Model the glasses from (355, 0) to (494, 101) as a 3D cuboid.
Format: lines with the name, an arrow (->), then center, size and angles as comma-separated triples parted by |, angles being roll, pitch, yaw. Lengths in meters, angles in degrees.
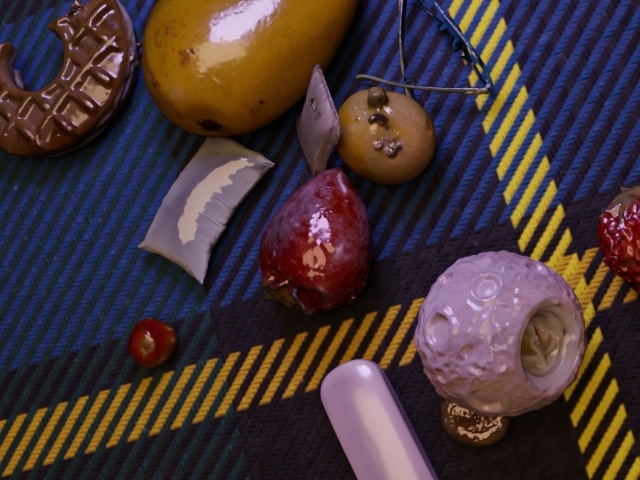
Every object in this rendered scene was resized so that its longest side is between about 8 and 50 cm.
glasses -> 0.173, -0.304, 1.899 | 0.207, 0.102, 0.239 | -43, 74, 35

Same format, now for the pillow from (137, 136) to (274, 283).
pillow -> -0.198, -0.060, 1.951 | 0.144, 0.078, 0.254 | 33, 91, 17

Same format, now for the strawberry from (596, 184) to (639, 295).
strawberry -> 0.539, 0.028, 1.703 | 0.205, 0.205, 0.244 | -21, 98, 11

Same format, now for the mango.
mango -> -0.110, -0.373, 1.898 | 0.300, 0.232, 0.445 | 35, 82, 22

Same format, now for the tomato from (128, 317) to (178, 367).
tomato -> -0.292, 0.176, 1.948 | 0.087, 0.075, 0.087 | -1, 86, 14

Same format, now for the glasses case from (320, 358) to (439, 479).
glasses case -> 0.101, 0.333, 1.822 | 0.113, 0.075, 0.296 | -29, 76, 11

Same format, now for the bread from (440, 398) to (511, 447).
bread -> 0.243, 0.286, 1.799 | 0.113, 0.060, 0.082 | 26, 89, 18

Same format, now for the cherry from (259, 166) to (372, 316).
cherry -> 0.000, 0.000, 1.839 | 0.175, 0.192, 0.249 | 16, 83, -20

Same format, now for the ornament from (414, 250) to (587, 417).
ornament -> 0.265, 0.141, 1.716 | 0.225, 0.259, 0.259 | 10, 84, 54

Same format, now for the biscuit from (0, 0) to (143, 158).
biscuit -> -0.490, -0.283, 2.042 | 0.366, 0.115, 0.268 | -17, 79, 13

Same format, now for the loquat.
loquat -> 0.102, -0.175, 1.832 | 0.172, 0.204, 0.149 | 35, 71, 27

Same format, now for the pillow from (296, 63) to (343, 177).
pillow -> -0.004, -0.184, 1.848 | 0.038, 0.232, 0.130 | -13, 71, -14
